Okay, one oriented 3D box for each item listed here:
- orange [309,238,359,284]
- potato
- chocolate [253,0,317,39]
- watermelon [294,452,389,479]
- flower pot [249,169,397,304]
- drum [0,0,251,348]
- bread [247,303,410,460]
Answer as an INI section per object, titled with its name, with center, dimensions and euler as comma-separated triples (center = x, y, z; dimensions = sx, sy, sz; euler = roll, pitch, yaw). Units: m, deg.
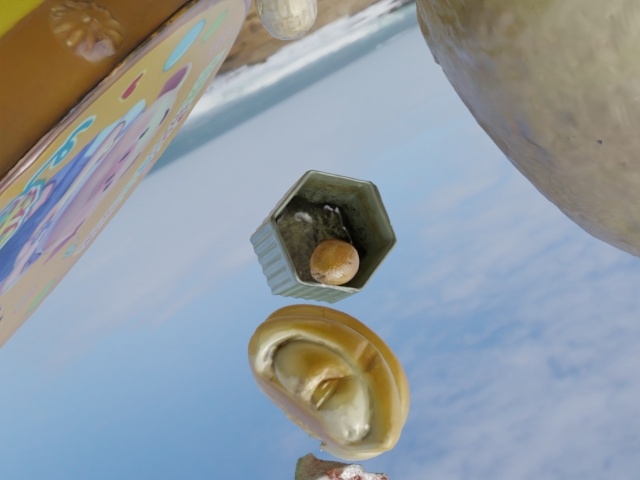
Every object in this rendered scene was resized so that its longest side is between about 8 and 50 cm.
[orange]
center = 0.022, 0.036, 1.319
dimensions = 0.085, 0.085, 0.085
euler = -28, -171, 5
[potato]
center = 0.165, -0.076, 0.401
dimensions = 0.189, 0.265, 0.211
euler = -14, -171, 2
[chocolate]
center = -0.079, -0.513, 1.542
dimensions = 0.134, 0.309, 0.134
euler = -7, -124, 10
[watermelon]
center = 0.020, 0.415, 1.356
dimensions = 0.158, 0.098, 0.121
euler = 0, -137, 30
[flower pot]
center = 0.000, 0.000, 1.506
dimensions = 0.239, 0.210, 0.189
euler = 9, 166, -17
[drum]
center = -0.247, -0.047, 0.452
dimensions = 0.431, 0.214, 0.431
euler = -49, -172, 9
[bread]
center = 0.006, 0.346, 1.931
dimensions = 0.329, 0.424, 0.245
euler = -53, 171, 16
